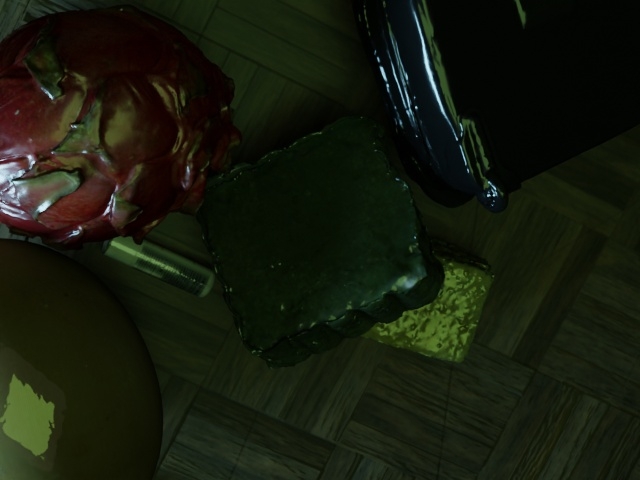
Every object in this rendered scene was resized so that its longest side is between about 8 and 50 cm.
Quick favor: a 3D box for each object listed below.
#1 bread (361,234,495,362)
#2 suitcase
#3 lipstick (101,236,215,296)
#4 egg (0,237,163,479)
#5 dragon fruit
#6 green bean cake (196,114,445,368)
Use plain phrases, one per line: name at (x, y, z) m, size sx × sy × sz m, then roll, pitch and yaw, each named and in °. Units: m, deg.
bread at (0.108, 0.060, 2.043) m, size 0.196 × 0.102 × 0.138 m, roll 15°, pitch 98°, yaw -9°
suitcase at (0.231, -0.238, 1.909) m, size 0.345 × 0.188 × 0.339 m, roll -25°, pitch 107°, yaw -24°
lipstick at (-0.198, 0.027, 2.004) m, size 0.141 × 0.040 × 0.040 m, roll 26°, pitch 98°, yaw -17°
egg at (-0.339, 0.179, 1.880) m, size 0.301 × 0.301 × 0.374 m, roll -20°, pitch 96°, yaw -6°
dragon fruit at (-0.258, -0.128, 1.834) m, size 0.342 × 0.277 × 0.277 m, roll -2°, pitch 105°, yaw -16°
green bean cake at (0.000, 0.000, 1.922) m, size 0.255 × 0.132 × 0.241 m, roll -27°, pitch 68°, yaw 9°
